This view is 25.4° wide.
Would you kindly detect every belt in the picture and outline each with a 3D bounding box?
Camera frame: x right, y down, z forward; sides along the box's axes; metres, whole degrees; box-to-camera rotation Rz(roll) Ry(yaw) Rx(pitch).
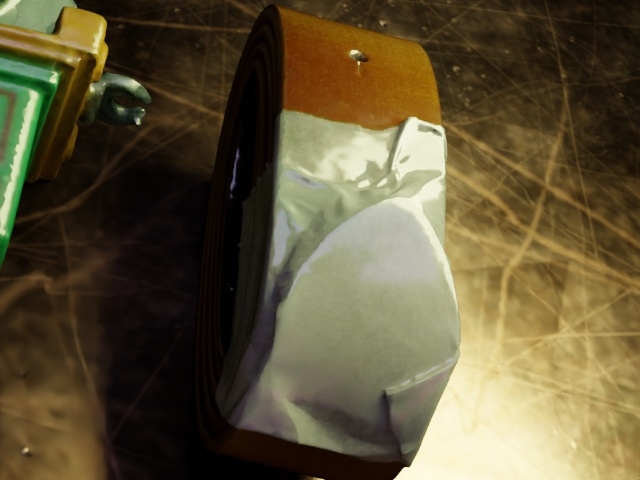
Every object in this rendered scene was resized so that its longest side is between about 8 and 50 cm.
[{"bbox_3d":[0.000,0.000,0.924,0.122,0.217,0.338,12,51,-14],"label":"belt"}]

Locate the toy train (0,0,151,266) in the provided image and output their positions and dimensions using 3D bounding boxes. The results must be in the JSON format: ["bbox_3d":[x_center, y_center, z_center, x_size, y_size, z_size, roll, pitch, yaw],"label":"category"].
[{"bbox_3d":[-0.323,-0.098,0.900,0.429,0.178,0.249,13,60,-15],"label":"toy train"}]
